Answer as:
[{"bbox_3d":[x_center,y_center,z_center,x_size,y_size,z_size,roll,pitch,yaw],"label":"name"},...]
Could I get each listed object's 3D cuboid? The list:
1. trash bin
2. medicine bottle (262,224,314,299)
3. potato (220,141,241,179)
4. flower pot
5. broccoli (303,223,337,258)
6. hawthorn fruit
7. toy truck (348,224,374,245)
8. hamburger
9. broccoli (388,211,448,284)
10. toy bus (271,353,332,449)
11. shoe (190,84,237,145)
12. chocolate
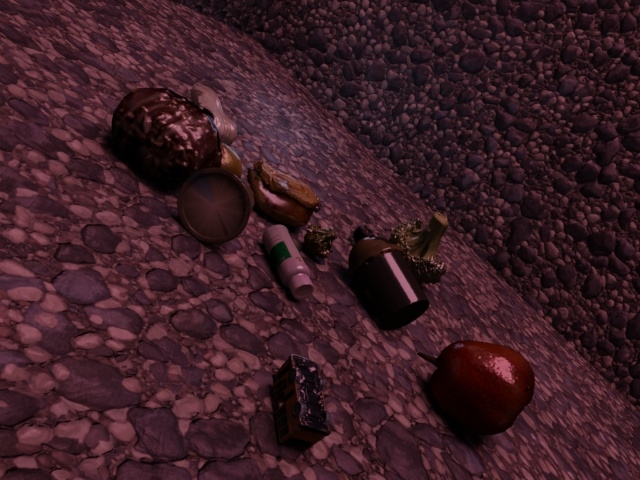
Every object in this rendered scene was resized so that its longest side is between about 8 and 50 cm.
[{"bbox_3d":[0.228,0.128,1.965,0.214,0.214,0.334,13,38,-50],"label":"trash bin"},{"bbox_3d":[-0.098,0.065,1.705,0.095,0.095,0.260,19,28,-42],"label":"medicine bottle"},{"bbox_3d":[-0.346,-0.285,1.988,0.120,0.081,0.149,48,23,24],"label":"potato"},{"bbox_3d":[-0.285,-0.103,1.623,0.212,0.212,0.202,41,8,1],"label":"flower pot"},{"bbox_3d":[0.000,0.000,1.957,0.132,0.120,0.130,68,17,1],"label":"broccoli"},{"bbox_3d":[0.470,0.438,1.733,0.368,0.285,0.284,22,18,15],"label":"hawthorn fruit"},{"bbox_3d":[0.192,0.016,2.290,0.092,0.083,0.192,28,23,-40],"label":"toy truck"},{"bbox_3d":[-0.133,-0.149,2.005,0.308,0.132,0.211,29,25,-26],"label":"hamburger"},{"bbox_3d":[0.417,0.029,2.403,0.248,0.302,0.375,-1,33,1],"label":"broccoli"},{"bbox_3d":[-0.046,0.354,1.222,0.091,0.103,0.182,27,31,-30],"label":"toy bus"},{"bbox_3d":[-0.460,-0.498,2.165,0.159,0.124,0.316,-5,49,-52],"label":"shoe"},{"bbox_3d":[-0.468,-0.301,1.643,0.340,0.225,0.210,36,29,-2],"label":"chocolate"}]
